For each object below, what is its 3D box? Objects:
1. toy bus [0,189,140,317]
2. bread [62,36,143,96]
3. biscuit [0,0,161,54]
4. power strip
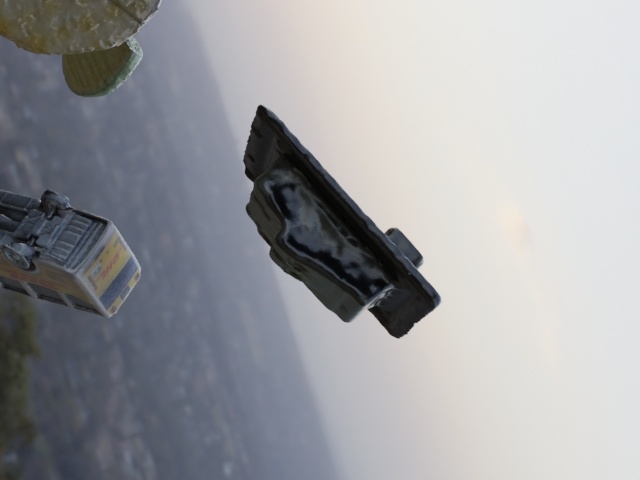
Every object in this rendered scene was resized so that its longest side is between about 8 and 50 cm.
[{"bbox_3d":[-0.384,-0.001,2.026,0.343,0.097,0.138,12,-31,35],"label":"toy bus"},{"bbox_3d":[-0.289,-0.239,2.108,0.036,0.112,0.193,21,20,-38],"label":"bread"},{"bbox_3d":[-0.237,-0.273,1.488,0.033,0.220,0.219,-110,-176,-69],"label":"biscuit"},{"bbox_3d":[0.000,0.002,1.604,0.251,0.092,0.257,42,-12,3],"label":"power strip"}]
